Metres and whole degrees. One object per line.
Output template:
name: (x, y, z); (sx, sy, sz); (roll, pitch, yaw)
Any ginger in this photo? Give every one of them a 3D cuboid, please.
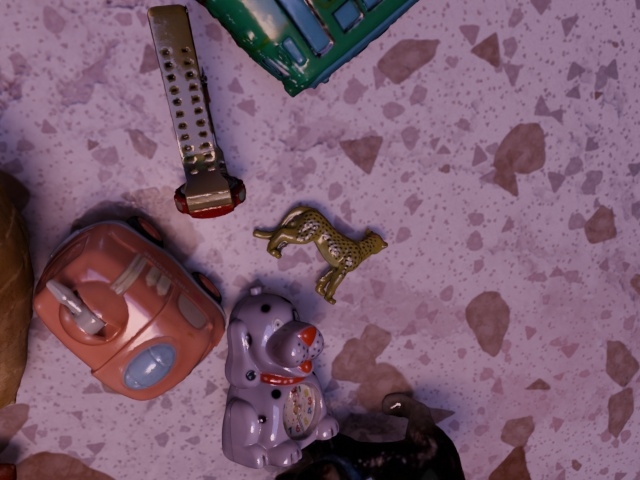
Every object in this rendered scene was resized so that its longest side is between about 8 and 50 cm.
ginger: (-0.463, 0.062, 0.708); (0.166, 0.236, 0.375); (-5, 141, -41)

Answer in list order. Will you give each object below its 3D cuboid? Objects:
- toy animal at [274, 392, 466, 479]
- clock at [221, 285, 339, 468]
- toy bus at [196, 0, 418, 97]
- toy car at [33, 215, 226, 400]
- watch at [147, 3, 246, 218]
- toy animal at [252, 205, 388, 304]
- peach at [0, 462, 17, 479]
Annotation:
toy animal: (0.078, 0.395, 0.852); (0.344, 0.302, 0.194); (-13, 104, -8)
clock: (-0.075, 0.197, 0.851); (0.189, 0.189, 0.254); (-4, 98, -10)
toy bus: (0.022, -0.353, 0.702); (0.343, 0.183, 0.199); (-40, 114, 3)
toy car: (-0.262, 0.106, 0.754); (0.180, 0.212, 0.270); (-42, 108, 2)
watch: (-0.169, -0.162, 0.722); (0.102, 0.165, 0.268); (-11, 109, -9)
toy animal: (0.000, 0.000, 0.859); (0.181, 0.073, 0.136); (39, 87, -5)
peach: (-0.593, 0.403, 0.796); (0.267, 0.159, 0.154); (-45, 121, -9)
